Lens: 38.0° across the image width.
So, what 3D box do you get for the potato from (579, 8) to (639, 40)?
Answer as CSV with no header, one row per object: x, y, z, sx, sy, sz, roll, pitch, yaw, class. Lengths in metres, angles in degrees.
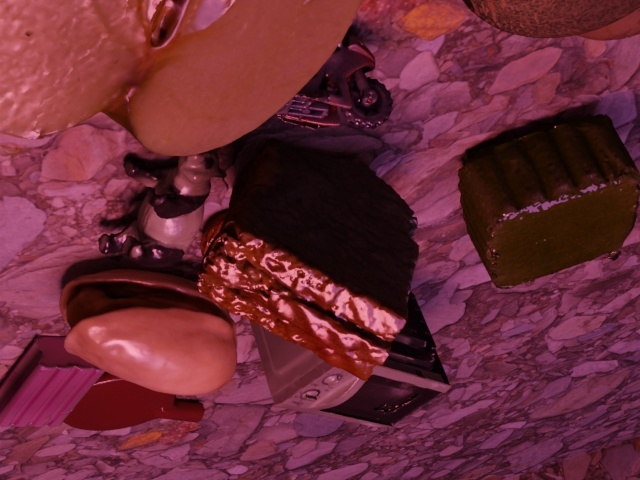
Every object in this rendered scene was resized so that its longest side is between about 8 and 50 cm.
0.382,-0.318,1.080,0.263,0.164,0.165,-11,149,7,potato

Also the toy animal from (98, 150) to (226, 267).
-0.203,-0.045,1.231,0.121,0.093,0.225,-7,138,-38,toy animal

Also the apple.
-0.129,-0.230,0.809,0.312,0.320,0.360,35,121,-8,apple

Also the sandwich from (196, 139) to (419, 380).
-0.001,0.000,1.228,0.262,0.325,0.131,29,121,-9,sandwich

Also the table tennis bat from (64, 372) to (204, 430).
-0.349,0.311,1.752,0.200,0.038,0.310,-39,143,29,table tennis bat

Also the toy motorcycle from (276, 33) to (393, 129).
-0.017,-0.195,1.102,0.213,0.118,0.084,5,163,-15,toy motorcycle

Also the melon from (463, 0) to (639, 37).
0.261,-0.337,0.893,0.329,0.248,0.248,-29,148,9,melon

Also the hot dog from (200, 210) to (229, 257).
-0.105,-0.003,1.376,0.147,0.065,0.099,-7,148,0,hot dog

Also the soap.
-0.456,0.239,1.554,0.122,0.065,0.203,10,138,-39,soap

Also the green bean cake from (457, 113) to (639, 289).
0.355,-0.060,1.454,0.250,0.156,0.247,-21,147,2,green bean cake

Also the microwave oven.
0.054,0.171,1.567,0.181,0.237,0.295,-38,143,26,microwave oven

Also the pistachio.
-0.252,0.141,1.404,0.299,0.187,0.187,20,131,-36,pistachio
